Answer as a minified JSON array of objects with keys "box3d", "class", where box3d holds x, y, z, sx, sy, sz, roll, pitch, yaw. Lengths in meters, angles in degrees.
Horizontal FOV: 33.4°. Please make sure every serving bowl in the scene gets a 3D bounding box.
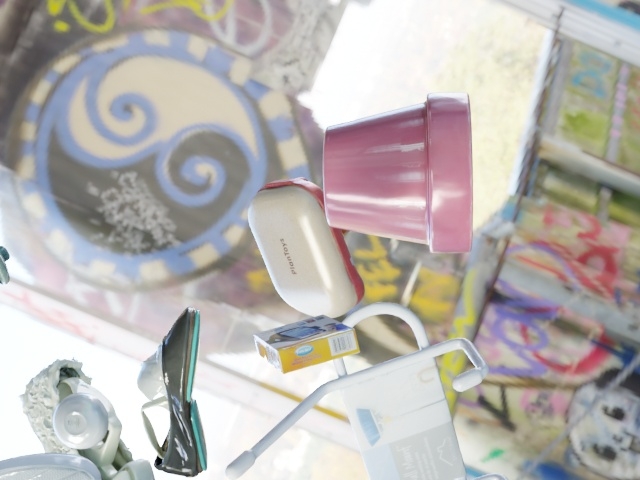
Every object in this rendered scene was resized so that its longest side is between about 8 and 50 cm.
[{"box3d":[-0.353,0.265,1.555,0.027,0.083,0.083,-1,-66,-82],"class":"serving bowl"}]

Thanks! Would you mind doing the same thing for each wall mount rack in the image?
[{"box3d":[0.062,0.260,1.211,0.130,0.304,0.350,-116,8,-66],"class":"wall mount rack"}]

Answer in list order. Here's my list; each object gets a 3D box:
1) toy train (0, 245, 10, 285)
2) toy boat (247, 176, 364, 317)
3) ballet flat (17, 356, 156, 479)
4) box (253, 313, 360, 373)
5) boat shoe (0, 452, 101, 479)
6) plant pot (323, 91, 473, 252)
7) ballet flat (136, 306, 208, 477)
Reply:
[{"box3d":[-0.526,-0.036,1.391,0.142,0.334,0.190,-32,21,-25],"class":"toy train"},{"box3d":[0.000,0.000,1.636,0.151,0.231,0.151,-3,24,45],"class":"toy boat"},{"box3d":[-0.341,0.352,1.675,0.147,0.409,0.147,-33,-21,-15],"class":"ballet flat"},{"box3d":[-0.018,0.103,1.094,0.136,0.081,0.028,-163,59,-73],"class":"box"},{"box3d":[-0.433,0.329,1.407,0.094,0.302,0.109,-93,-13,-65],"class":"boat shoe"},{"box3d":[0.099,-0.082,1.340,0.201,0.180,0.202,-2,-90,-84],"class":"plant pot"},{"box3d":[-0.219,0.230,1.565,0.095,0.096,0.281,-96,5,-69],"class":"ballet flat"}]
